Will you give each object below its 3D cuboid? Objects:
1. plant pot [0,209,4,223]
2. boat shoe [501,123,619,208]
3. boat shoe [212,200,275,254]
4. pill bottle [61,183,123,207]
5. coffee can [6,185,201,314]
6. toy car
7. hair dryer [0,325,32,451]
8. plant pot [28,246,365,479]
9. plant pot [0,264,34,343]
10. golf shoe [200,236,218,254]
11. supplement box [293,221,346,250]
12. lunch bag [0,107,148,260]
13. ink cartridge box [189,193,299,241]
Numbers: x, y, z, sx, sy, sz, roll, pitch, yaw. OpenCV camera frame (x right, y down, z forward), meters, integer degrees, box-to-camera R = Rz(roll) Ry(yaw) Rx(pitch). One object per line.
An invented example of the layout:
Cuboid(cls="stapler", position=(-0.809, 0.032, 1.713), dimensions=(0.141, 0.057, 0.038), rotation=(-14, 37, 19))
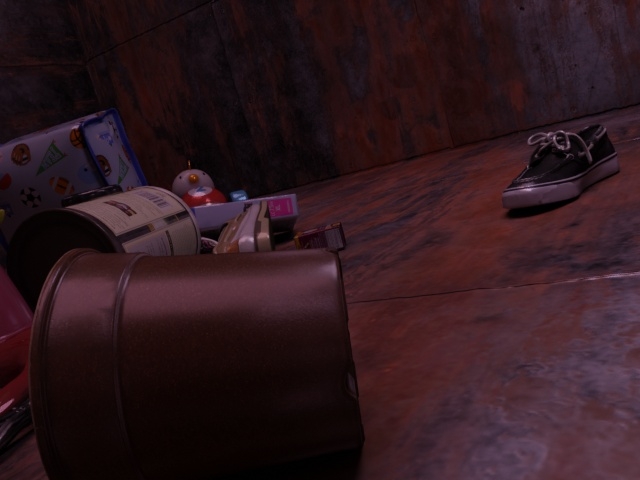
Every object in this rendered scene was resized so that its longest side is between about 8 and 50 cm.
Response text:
Cuboid(cls="plant pot", position=(-0.589, -0.068, 0.813), dimensions=(0.228, 0.207, 0.227), rotation=(-11, 9, 33))
Cuboid(cls="boat shoe", position=(0.394, -0.130, 0.983), dimensions=(0.307, 0.104, 0.113), rotation=(-21, 10, -33))
Cuboid(cls="boat shoe", position=(-0.140, -0.007, 1.125), dimensions=(0.104, 0.113, 0.302), rotation=(-10, 10, -2))
Cuboid(cls="pill bottle", position=(-0.439, 0.002, 1.238), dimensions=(0.123, 0.219, 0.123), rotation=(-15, 8, 2))
Cuboid(cls="coffee can", position=(-0.351, 0.023, 1.025), dimensions=(0.202, 0.201, 0.275), rotation=(-13, 9, 16))
Cuboid(cls="toy car", position=(-0.324, -0.118, 1.568), dimensions=(0.219, 0.237, 0.210), rotation=(-14, -22, -17))
Cuboid(cls="hair dryer", position=(-0.303, 0.139, 0.619), dimensions=(0.224, 0.080, 0.294), rotation=(-23, 11, -36))
Cuboid(cls="plant pot", position=(-0.061, 0.077, 0.379), dimensions=(0.165, 0.166, 0.167), rotation=(-7, 9, 1))
Cuboid(cls="plant pot", position=(-0.500, 0.107, 0.831), dimensions=(0.202, 0.180, 0.201), rotation=(-16, 9, 3))
Cuboid(cls="golf shoe", position=(-0.270, 0.021, 1.321), dimensions=(0.186, 0.067, 0.086), rotation=(-8, 11, 43))
Cuboid(cls="supplement box", position=(0.000, 0.000, 1.063), dimensions=(0.084, 0.043, 0.055), rotation=(-14, 8, 6))
Cuboid(cls="lunch bag", position=(-0.582, -0.071, 1.417), dimensions=(0.328, 0.385, 0.239), rotation=(-13, 22, 10))
Cuboid(cls="ink cartridge box", position=(-0.211, -0.041, 1.364), dimensions=(0.312, 0.065, 0.186), rotation=(-11, -8, -9))
